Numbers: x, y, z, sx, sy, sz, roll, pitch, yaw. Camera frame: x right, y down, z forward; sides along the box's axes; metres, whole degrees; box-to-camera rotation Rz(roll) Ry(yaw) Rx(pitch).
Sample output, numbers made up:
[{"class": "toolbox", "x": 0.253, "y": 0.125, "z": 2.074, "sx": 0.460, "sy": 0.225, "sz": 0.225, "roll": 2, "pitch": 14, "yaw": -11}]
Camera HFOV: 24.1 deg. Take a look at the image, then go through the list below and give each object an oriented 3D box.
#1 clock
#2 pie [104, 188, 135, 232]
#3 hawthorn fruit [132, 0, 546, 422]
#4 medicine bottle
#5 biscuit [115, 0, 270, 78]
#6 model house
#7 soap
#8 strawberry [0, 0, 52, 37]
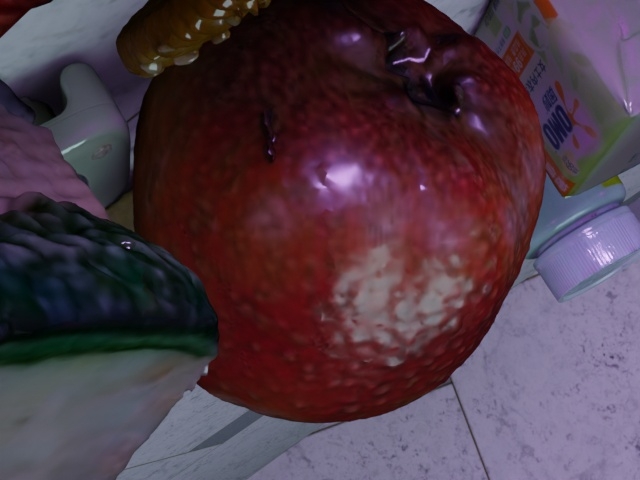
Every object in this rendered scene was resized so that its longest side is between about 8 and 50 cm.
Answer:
[{"class": "clock", "x": -0.218, "y": -0.034, "z": 0.987, "sx": 0.191, "sy": 0.062, "sz": 0.151, "roll": -28, "pitch": 168, "yaw": -16}, {"class": "pie", "x": -0.166, "y": 0.036, "z": 1.344, "sx": 0.339, "sy": 0.083, "sz": 0.339, "roll": -33, "pitch": 169, "yaw": -7}, {"class": "hawthorn fruit", "x": 0.000, "y": 0.000, "z": 1.060, "sx": 0.284, "sy": 0.285, "sz": 0.369, "roll": -22, "pitch": 142, "yaw": -37}, {"class": "medicine bottle", "x": 0.253, "y": -0.057, "z": 1.652, "sx": 0.139, "sy": 0.225, "sz": 0.139, "roll": -29, "pitch": 167, "yaw": -7}, {"class": "biscuit", "x": 0.017, "y": -0.183, "z": 0.738, "sx": 0.305, "sy": 0.038, "sz": 0.305, "roll": -40, "pitch": -167, "yaw": 11}, {"class": "model house", "x": -0.254, "y": 0.020, "z": 0.643, "sx": 0.298, "sy": 0.284, "sz": 0.243, "roll": -6, "pitch": 139, "yaw": -49}, {"class": "soap", "x": 0.246, "y": -0.166, "z": 1.310, "sx": 0.138, "sy": 0.182, "sz": 0.199, "roll": -27, "pitch": 166, "yaw": -17}, {"class": "strawberry", "x": -0.113, "y": -0.149, "z": 0.495, "sx": 0.253, "sy": 0.150, "sz": 0.280, "roll": -41, "pitch": -166, "yaw": 2}]
